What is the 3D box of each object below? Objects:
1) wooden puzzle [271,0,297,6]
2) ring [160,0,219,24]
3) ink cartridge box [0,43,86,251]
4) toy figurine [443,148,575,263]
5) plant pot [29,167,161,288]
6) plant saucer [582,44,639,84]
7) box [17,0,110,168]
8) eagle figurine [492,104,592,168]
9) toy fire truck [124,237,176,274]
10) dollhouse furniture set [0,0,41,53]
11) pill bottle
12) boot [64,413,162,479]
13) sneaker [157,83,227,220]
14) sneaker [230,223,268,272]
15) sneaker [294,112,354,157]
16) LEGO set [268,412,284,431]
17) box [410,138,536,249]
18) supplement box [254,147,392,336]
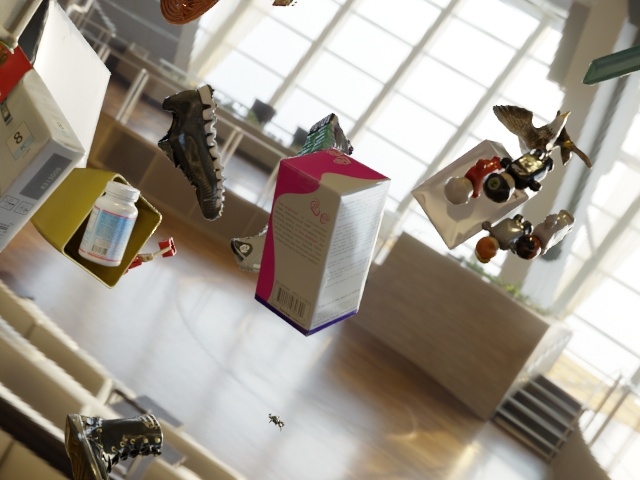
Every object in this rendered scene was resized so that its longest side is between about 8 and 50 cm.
[{"bbox_3d":[-0.097,-0.630,2.118,0.083,0.006,0.049,-3,-12,-23],"label":"wooden puzzle"},{"bbox_3d":[-0.238,-0.609,1.707,0.032,0.336,0.336,32,6,-39],"label":"ring"},{"bbox_3d":[-0.610,-0.178,1.431,0.385,0.308,0.091,52,15,29],"label":"ink cartridge box"},{"bbox_3d":[0.363,-0.061,1.564,0.213,0.148,0.209,2,-61,63],"label":"toy figurine"},{"bbox_3d":[-0.537,-0.049,1.858,0.187,0.212,0.212,24,-16,30],"label":"plant pot"},{"bbox_3d":[0.557,-0.319,1.418,0.018,0.067,0.192,46,-31,-24],"label":"plant saucer"},{"bbox_3d":[-0.794,-0.377,1.827,0.472,0.297,0.480,14,-7,1],"label":"box"},{"bbox_3d":[0.592,-0.276,2.197,0.298,0.225,0.226,-18,36,-41],"label":"eagle figurine"},{"bbox_3d":[-0.485,0.048,2.154,0.135,0.047,0.192,-11,12,19],"label":"toy fire truck"},{"bbox_3d":[-0.601,-0.379,1.291,0.151,0.301,0.197,24,-11,22],"label":"dollhouse furniture set"},{"bbox_3d":[-0.422,-0.034,1.623,0.087,0.160,0.087,21,6,-2],"label":"pill bottle"},{"bbox_3d":[-0.381,0.404,1.535,0.179,0.085,0.236,4,20,-31],"label":"boot"},{"bbox_3d":[-0.224,-0.147,1.380,0.106,0.234,0.078,-9,13,-18],"label":"sneaker"},{"bbox_3d":[-0.153,-0.009,1.986,0.132,0.086,0.228,6,41,6],"label":"sneaker"},{"bbox_3d":[0.015,-0.137,1.405,0.098,0.083,0.223,50,35,-20],"label":"sneaker"},{"bbox_3d":[-0.111,0.468,2.096,0.054,0.023,0.083,51,7,2],"label":"LEGO set"},{"bbox_3d":[0.380,-0.116,1.945,0.168,0.215,0.345,56,17,5],"label":"box"},{"bbox_3d":[0.000,0.000,1.095,0.111,0.219,0.114,33,35,32],"label":"supplement box"}]
